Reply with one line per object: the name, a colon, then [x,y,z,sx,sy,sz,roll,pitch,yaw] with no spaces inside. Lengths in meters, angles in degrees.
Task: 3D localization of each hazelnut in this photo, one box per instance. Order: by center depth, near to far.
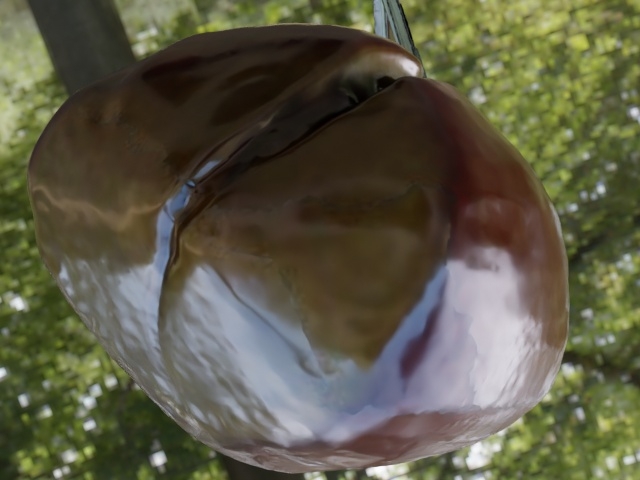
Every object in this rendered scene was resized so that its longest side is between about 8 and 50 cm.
hazelnut: [0.002,-0.003,0.576,0.212,0.181,0.181,37,-126,25]

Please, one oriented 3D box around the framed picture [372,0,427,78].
framed picture: [0.070,-0.045,1.052,0.016,0.216,0.273,-13,151,-2]
